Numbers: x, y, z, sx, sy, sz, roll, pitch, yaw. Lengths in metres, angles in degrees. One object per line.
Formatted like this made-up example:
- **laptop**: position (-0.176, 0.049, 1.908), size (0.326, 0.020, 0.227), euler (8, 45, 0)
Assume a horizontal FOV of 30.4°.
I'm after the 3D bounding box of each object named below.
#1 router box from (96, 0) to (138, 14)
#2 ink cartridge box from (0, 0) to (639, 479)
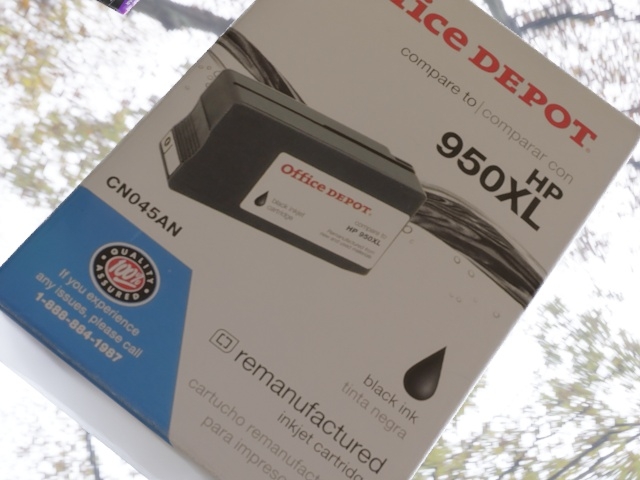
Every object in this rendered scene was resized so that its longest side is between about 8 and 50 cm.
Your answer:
- **router box**: position (-0.210, -0.283, 0.957), size (0.046, 0.133, 0.179), euler (-36, -128, 28)
- **ink cartridge box**: position (0.000, 0.000, 0.845), size (0.285, 0.166, 0.395), euler (38, -114, 2)
